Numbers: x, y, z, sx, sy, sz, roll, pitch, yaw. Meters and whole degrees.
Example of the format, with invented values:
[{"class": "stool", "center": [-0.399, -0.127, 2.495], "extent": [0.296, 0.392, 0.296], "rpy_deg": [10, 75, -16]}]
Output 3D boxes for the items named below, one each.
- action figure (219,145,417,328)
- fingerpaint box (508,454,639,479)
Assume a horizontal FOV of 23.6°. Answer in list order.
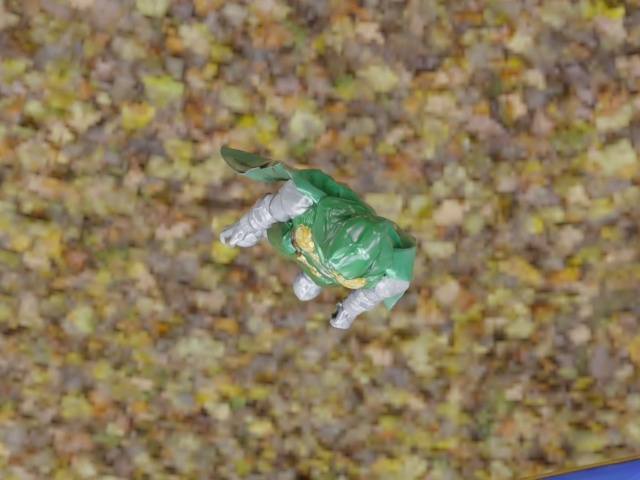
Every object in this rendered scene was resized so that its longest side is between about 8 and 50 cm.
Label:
[{"class": "action figure", "center": [0.000, 0.000, 0.777], "extent": [0.137, 0.063, 0.232], "rpy_deg": [39, 174, -5]}, {"class": "fingerpaint box", "center": [-0.041, 0.309, 0.352], "extent": [0.371, 0.445, 0.163], "rpy_deg": [-12, 159, 6]}]
